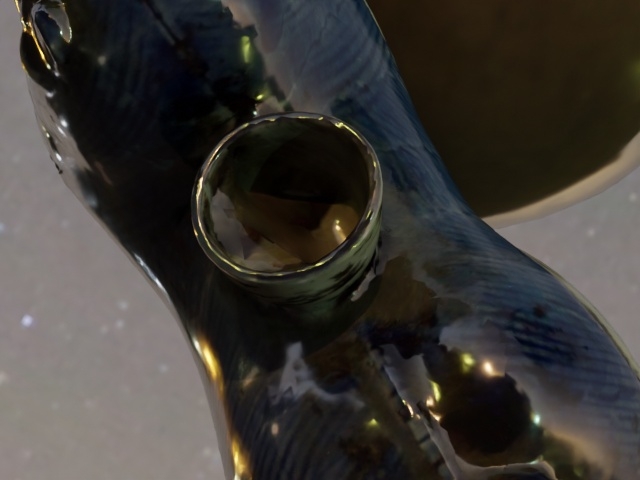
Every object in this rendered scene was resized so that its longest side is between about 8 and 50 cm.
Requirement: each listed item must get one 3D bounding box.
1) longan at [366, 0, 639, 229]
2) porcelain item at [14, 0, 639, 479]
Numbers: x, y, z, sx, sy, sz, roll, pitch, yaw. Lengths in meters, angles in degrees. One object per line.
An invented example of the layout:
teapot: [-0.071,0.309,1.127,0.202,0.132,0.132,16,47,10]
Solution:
longan: [0.064,-0.148,0.984,0.297,0.297,0.297,19,-31,12]
porcelain item: [0.000,0.000,0.611,0.288,0.138,0.186,60,0,20]
